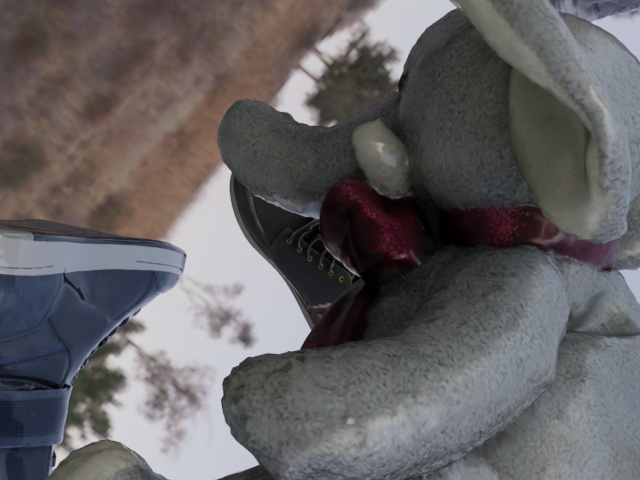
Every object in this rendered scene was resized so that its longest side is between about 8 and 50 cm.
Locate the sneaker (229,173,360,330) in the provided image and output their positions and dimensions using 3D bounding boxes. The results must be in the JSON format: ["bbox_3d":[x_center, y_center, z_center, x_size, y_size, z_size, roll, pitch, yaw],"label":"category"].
[{"bbox_3d":[0.000,0.000,1.285,0.083,0.222,0.118,-35,-178,-29],"label":"sneaker"}]

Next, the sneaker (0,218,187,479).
[{"bbox_3d":[-0.160,0.070,0.764,0.226,0.086,0.163,1,97,-67],"label":"sneaker"}]

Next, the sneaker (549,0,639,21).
[{"bbox_3d":[0.239,-0.189,0.874,0.268,0.153,0.101,171,-72,-80],"label":"sneaker"}]

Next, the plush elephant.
[{"bbox_3d":[0.054,0.012,0.538,0.330,0.272,0.255,-13,-108,16],"label":"plush elephant"}]
